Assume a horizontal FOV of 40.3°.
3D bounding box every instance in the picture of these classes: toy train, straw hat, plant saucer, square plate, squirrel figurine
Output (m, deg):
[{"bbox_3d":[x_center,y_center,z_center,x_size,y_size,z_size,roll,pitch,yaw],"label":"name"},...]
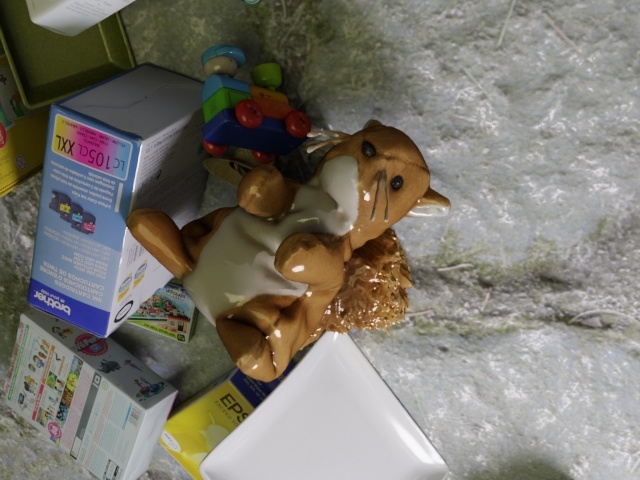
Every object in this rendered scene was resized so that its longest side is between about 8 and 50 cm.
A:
[{"bbox_3d":[-0.065,-0.196,1.286,0.105,0.248,0.143,-31,63,43],"label":"toy train"},{"bbox_3d":[-0.105,-0.121,1.353,0.144,0.144,0.061,19,77,8],"label":"straw hat"},{"bbox_3d":[-0.393,-0.314,1.313,0.045,0.188,0.188,14,125,52],"label":"plant saucer"},{"bbox_3d":[0.014,0.373,1.422,0.344,0.347,0.049,53,148,-10],"label":"square plate"},{"bbox_3d":[0.000,0.000,1.263,0.370,0.397,0.281,-42,63,0],"label":"squirrel figurine"}]

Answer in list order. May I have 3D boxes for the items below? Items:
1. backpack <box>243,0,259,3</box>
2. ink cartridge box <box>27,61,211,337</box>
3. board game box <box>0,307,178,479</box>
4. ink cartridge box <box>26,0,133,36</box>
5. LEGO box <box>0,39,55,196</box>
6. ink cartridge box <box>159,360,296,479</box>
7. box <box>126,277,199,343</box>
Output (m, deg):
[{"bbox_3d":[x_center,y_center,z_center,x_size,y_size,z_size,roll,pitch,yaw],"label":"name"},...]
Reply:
[{"bbox_3d":[-0.118,-0.430,1.171,0.188,0.144,0.166,41,125,0],"label":"backpack"},{"bbox_3d":[-0.301,-0.041,1.336,0.151,0.270,0.396,22,119,11],"label":"ink cartridge box"},{"bbox_3d":[-0.428,0.280,1.591,0.303,0.097,0.224,33,121,15],"label":"board game box"},{"bbox_3d":[-0.254,-0.493,1.148,0.384,0.091,0.308,-21,80,23],"label":"ink cartridge box"},{"bbox_3d":[-0.588,-0.211,1.215,0.193,0.500,0.373,-14,109,22],"label":"LEGO box"},{"bbox_3d":[-0.105,0.378,1.590,0.307,0.072,0.304,-35,100,30],"label":"ink cartridge box"},{"bbox_3d":[-0.314,0.096,1.539,0.206,0.036,0.114,19,118,9],"label":"box"}]
